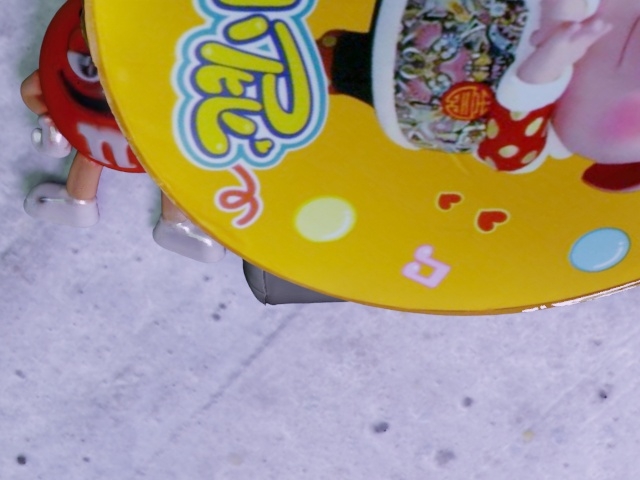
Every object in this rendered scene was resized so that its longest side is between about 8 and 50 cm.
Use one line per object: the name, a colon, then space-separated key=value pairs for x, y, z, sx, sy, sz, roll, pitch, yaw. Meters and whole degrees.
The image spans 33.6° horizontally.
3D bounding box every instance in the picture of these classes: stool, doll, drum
stool: x=0.000 y=0.000 z=0.758 sx=0.110 sy=0.096 sz=0.096 roll=1 pitch=111 yaw=0
doll: x=-0.127 y=-0.090 z=0.743 sx=0.183 sy=0.085 sz=0.217 roll=15 pitch=121 yaw=2
drum: x=0.089 y=-0.174 z=0.534 sx=0.431 sy=0.214 sz=0.431 roll=-4 pitch=135 yaw=-4
